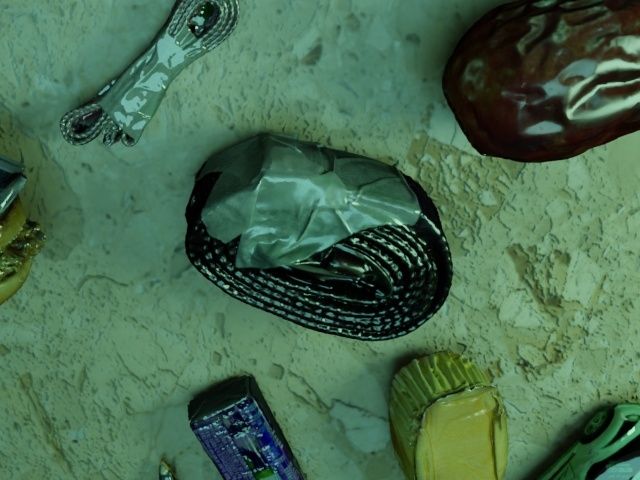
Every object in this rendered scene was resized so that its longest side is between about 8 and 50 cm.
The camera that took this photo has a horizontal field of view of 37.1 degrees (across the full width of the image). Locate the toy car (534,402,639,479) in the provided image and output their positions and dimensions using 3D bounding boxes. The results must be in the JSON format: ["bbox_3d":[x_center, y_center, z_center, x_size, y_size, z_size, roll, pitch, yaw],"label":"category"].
[{"bbox_3d":[0.337,0.343,1.195,0.136,0.125,0.306,42,105,-1],"label":"toy car"}]

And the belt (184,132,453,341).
[{"bbox_3d":[0.000,0.000,1.012,0.289,0.164,0.184,17,119,-12],"label":"belt"}]

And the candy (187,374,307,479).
[{"bbox_3d":[-0.061,0.312,1.192,0.088,0.061,0.312,-23,114,3],"label":"candy"}]

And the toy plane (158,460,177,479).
[{"bbox_3d":[-0.155,0.427,1.208,0.204,0.103,0.316,-14,114,1],"label":"toy plane"}]

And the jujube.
[{"bbox_3d":[0.244,-0.172,0.955,0.243,0.183,0.183,-22,113,6],"label":"jujube"}]

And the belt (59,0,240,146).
[{"bbox_3d":[-0.170,-0.175,0.981,0.232,0.053,0.071,-43,111,11],"label":"belt"}]

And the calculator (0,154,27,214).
[{"bbox_3d":[-0.430,-0.060,0.910,0.274,0.166,0.028,22,147,13],"label":"calculator"}]

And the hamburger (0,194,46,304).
[{"bbox_3d":[-0.378,0.008,0.974,0.190,0.182,0.118,-12,130,-9],"label":"hamburger"}]

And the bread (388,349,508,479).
[{"bbox_3d":[0.152,0.228,1.154,0.132,0.114,0.191,-12,123,-11],"label":"bread"}]
